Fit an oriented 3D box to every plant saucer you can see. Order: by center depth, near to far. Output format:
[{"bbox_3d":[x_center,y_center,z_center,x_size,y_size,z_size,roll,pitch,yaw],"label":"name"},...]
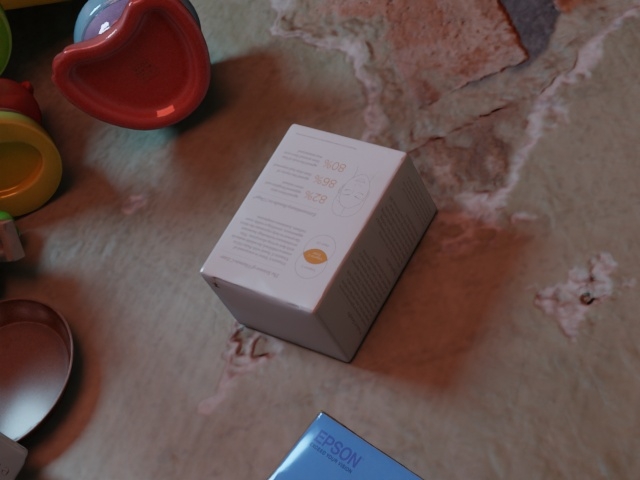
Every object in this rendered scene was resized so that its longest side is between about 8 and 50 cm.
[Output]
[{"bbox_3d":[-0.302,0.133,1.418,0.168,0.029,0.168,-12,52,17],"label":"plant saucer"}]

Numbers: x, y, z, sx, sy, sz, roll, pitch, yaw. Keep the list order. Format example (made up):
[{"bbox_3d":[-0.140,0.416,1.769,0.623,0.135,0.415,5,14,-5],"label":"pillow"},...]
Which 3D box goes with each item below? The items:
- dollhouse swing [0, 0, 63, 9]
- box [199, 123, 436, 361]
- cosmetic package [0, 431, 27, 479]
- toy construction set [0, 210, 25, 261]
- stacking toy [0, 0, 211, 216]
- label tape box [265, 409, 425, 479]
[{"bbox_3d":[-0.451,-0.237,1.720,0.347,0.305,0.315,42,121,43],"label":"dollhouse swing"},{"bbox_3d":[0.000,0.000,1.325,0.130,0.091,0.170,18,66,33],"label":"box"},{"bbox_3d":[-0.449,0.280,1.247,0.156,0.217,0.385,21,75,33],"label":"cosmetic package"},{"bbox_3d":[-0.384,-0.039,1.403,0.237,0.309,0.257,-21,79,-39],"label":"toy construction set"},{"bbox_3d":[-0.283,-0.202,1.493,0.308,0.279,0.130,-27,39,8],"label":"stacking toy"},{"bbox_3d":[-0.007,0.327,1.089,0.240,0.106,0.334,30,73,38],"label":"label tape box"}]
